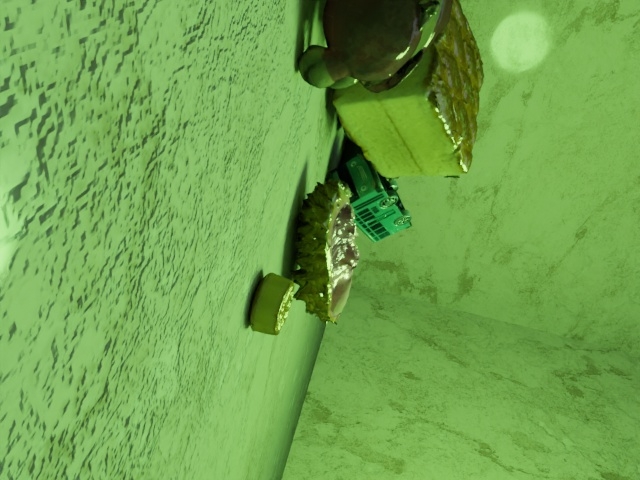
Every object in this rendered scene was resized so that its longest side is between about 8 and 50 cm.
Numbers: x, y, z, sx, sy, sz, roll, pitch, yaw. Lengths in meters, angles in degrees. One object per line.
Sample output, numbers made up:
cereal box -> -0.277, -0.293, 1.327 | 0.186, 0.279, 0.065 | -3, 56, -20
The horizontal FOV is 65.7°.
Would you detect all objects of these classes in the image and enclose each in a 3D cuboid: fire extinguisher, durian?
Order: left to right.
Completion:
durian -> -0.004, 0.037, 0.921 | 0.341, 0.112, 0.191 | 80, 32, -58
fire extinguisher -> 0.101, -0.219, 1.429 | 0.118, 0.093, 0.294 | 23, 77, -43

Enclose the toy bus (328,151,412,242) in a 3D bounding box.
toy bus -> 0.126, -0.102, 1.250 | 0.256, 0.147, 0.128 | 37, 29, -57

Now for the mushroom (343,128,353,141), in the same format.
mushroom -> 0.115, -0.300, 1.217 | 0.350, 0.129, 0.128 | -73, 176, -76

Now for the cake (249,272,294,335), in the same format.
cake -> -0.066, 0.085, 0.666 | 0.084, 0.044, 0.084 | 14, 90, -83

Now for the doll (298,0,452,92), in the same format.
doll -> 0.073, -0.283, 0.626 | 0.196, 0.152, 0.256 | -41, -179, 37

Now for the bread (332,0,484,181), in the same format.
bread -> 0.177, -0.298, 0.951 | 0.279, 0.207, 0.278 | 36, 61, -52
